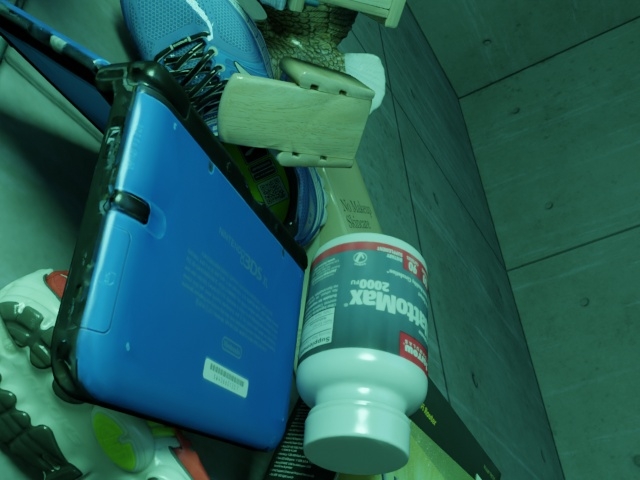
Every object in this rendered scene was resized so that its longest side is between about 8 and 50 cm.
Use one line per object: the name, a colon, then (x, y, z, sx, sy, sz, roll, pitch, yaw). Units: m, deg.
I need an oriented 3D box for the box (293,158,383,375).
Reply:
box: (0.000, 0.000, 0.829, 0.148, 0.121, 0.311, -4, 73, -68)

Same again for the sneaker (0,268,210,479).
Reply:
sneaker: (-0.114, 0.138, 0.455, 0.279, 0.107, 0.118, 64, 16, -11)

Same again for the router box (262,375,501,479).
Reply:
router box: (0.070, 0.272, 0.684, 0.309, 0.081, 0.242, 52, 47, -34)

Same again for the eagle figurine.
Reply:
eagle figurine: (-0.056, -0.262, 0.865, 0.298, 0.225, 0.226, 5, 70, -76)

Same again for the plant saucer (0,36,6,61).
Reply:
plant saucer: (-0.272, -0.178, 0.491, 0.119, 0.021, 0.119, 51, 26, -38)

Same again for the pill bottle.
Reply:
pill bottle: (0.036, 0.093, 0.566, 0.108, 0.108, 0.180, 49, 36, -41)

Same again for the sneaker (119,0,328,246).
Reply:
sneaker: (-0.094, -0.136, 0.672, 0.330, 0.130, 0.147, 59, 6, -5)

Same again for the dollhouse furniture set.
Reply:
dollhouse furniture set: (-0.080, -0.259, 0.584, 0.198, 0.286, 0.303, 3, 28, -28)

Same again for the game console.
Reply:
game console: (-0.130, 0.002, 0.482, 0.293, 0.174, 0.250, 55, 39, -63)
